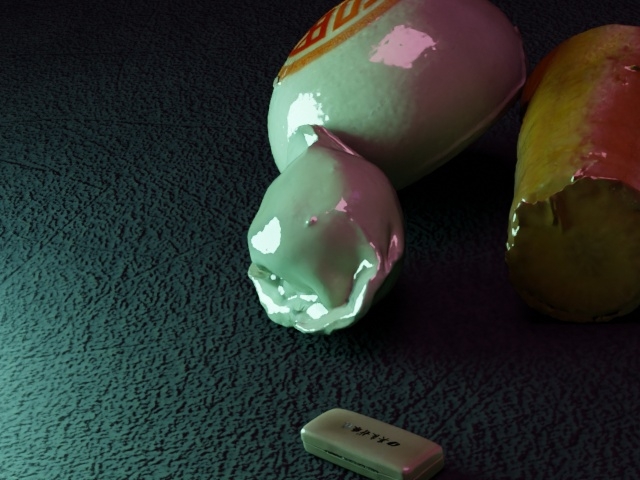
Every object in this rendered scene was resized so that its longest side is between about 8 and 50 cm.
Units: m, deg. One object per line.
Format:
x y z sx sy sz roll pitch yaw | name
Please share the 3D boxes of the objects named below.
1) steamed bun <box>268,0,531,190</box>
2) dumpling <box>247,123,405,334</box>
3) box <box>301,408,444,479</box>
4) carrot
0.064 -0.162 1.610 0.283 0.177 0.283 -34 11 7 | steamed bun
0.000 0.000 1.446 0.132 0.162 0.250 19 29 -30 | dumpling
0.039 0.158 1.219 0.115 0.025 0.048 17 37 42 | box
0.250 -0.065 1.426 0.195 0.196 0.254 0 27 20 | carrot
